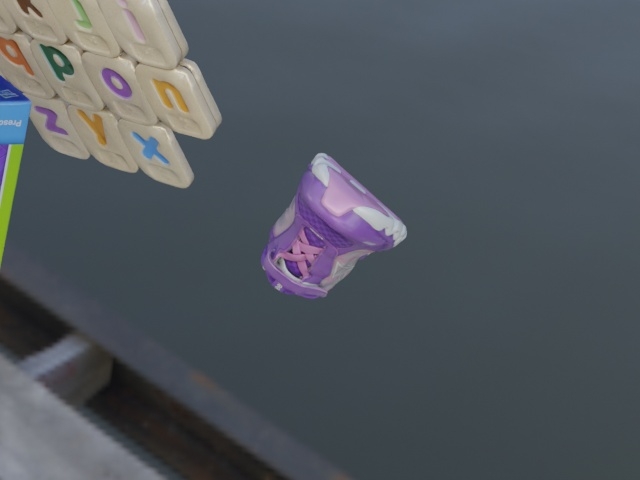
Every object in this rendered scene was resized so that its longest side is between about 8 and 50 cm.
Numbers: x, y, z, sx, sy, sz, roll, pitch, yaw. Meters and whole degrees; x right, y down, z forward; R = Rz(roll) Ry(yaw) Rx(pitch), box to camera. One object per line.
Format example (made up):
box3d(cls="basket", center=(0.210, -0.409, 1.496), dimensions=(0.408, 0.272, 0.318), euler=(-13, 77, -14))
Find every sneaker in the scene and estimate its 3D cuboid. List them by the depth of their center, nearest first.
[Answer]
box3d(cls="sneaker", center=(0.000, 0.000, 1.309), dimensions=(0.095, 0.236, 0.104), euler=(45, 84, 2))

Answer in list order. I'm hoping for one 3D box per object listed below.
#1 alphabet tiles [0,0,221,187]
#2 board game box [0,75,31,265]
box3d(cls="alphabet tiles", center=(-0.201, -0.155, 1.212), dimensions=(0.284, 0.278, 0.021), euler=(17, 57, 36))
box3d(cls="board game box", center=(-0.370, 0.006, 1.004), dimensions=(0.347, 0.233, 0.078), euler=(-5, 30, -39))
